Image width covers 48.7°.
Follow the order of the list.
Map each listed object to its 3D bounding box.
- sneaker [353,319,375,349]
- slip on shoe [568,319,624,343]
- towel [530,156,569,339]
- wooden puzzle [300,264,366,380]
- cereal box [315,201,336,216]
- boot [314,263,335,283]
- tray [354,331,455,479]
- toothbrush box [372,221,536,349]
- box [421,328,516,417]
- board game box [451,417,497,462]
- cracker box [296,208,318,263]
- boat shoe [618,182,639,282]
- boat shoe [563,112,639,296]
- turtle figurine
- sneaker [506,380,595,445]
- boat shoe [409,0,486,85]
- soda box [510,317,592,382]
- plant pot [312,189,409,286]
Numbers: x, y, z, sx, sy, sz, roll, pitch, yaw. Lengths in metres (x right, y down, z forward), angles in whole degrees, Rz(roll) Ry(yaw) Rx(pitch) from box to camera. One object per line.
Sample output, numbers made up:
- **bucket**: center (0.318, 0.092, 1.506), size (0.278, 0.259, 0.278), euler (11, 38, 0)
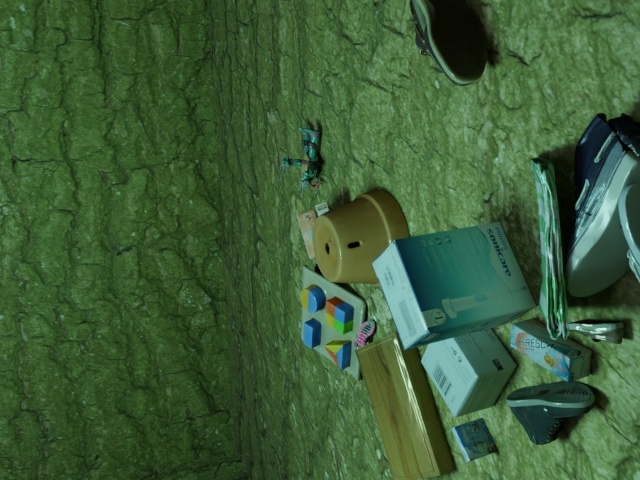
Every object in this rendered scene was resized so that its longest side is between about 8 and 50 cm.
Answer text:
- **sneaker**: center (0.150, 0.306, 2.324), size (0.047, 0.057, 0.119), euler (36, 116, 18)
- **slip on shoe**: center (0.532, 0.178, 1.378), size (0.135, 0.051, 0.041), euler (-11, 87, 59)
- **towel**: center (0.437, 0.005, 1.372), size (0.248, 0.038, 0.325), euler (-34, -63, -75)
- **wooden puzzle**: center (0.022, 0.294, 2.492), size (0.347, 0.080, 0.322), euler (32, 130, 43)
- **cereal box**: center (0.053, 0.003, 2.311), size (0.173, 0.047, 0.240), euler (26, -132, -75)
- **boot**: center (0.012, 0.139, 2.571), size (0.099, 0.045, 0.121), euler (180, 86, -66)
- **tray**: center (0.242, 0.491, 2.092), size (0.202, 0.076, 0.411), euler (-34, 67, 49)
- **toothbrush box**: center (0.296, 0.096, 1.572), size (0.126, 0.295, 0.217), euler (-52, 53, 58)
- **box**: center (0.359, 0.303, 1.740), size (0.182, 0.119, 0.181), euler (103, 147, -43)
- **board game box**: center (0.390, 0.505, 1.792), size (0.020, 0.090, 0.090), euler (114, 139, -53)
- **cracker box**: center (0.000, 0.000, 2.370), size (0.232, 0.067, 0.156), euler (36, -144, -72)
- **boat shoe**: center (0.552, 0.029, 1.163), size (0.268, 0.096, 0.088), euler (56, 168, -8)
- **boat shoe**: center (0.506, -0.066, 1.272), size (0.158, 0.127, 0.341), euler (-106, 22, -47)
- **turtle figurine**: center (-0.056, -0.272, 2.463), size (0.175, 0.118, 0.234), euler (18, 101, 48)
- **sneaker**: center (0.508, 0.371, 1.504), size (0.118, 0.083, 0.222), euler (61, 150, -4)
- **boat shoe**: center (0.277, -0.478, 1.619), size (0.123, 0.123, 0.342), euler (96, 155, -64)
- **soda box**: center (0.482, 0.228, 1.493), size (0.183, 0.062, 0.058), euler (-147, 50, -60)
- **plant pot**: center (0.105, 0.007, 2.097), size (0.291, 0.203, 0.291), euler (169, 90, -68)
